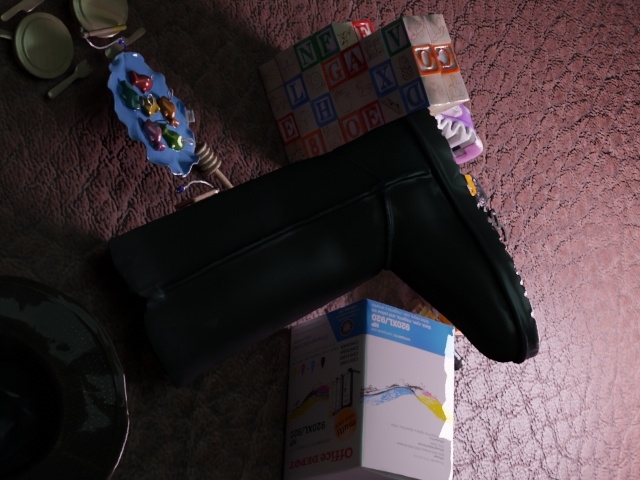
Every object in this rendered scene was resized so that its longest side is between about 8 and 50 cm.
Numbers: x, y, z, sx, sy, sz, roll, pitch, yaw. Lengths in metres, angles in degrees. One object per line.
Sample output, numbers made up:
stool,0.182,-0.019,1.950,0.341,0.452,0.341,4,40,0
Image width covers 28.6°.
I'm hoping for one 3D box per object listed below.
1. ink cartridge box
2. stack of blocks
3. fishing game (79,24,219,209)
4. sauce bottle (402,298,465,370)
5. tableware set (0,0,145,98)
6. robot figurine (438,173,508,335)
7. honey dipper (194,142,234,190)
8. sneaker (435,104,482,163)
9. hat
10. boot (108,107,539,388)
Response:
ink cartridge box,0.067,0.227,1.714,0.168,0.171,0.232,20,62,-34
stack of blocks,0.055,-0.225,1.786,0.087,0.297,0.171,-15,85,-43
fishing game,-0.209,-0.169,1.636,0.264,0.041,0.189,62,20,-1
sauce bottle,0.177,0.147,1.929,0.128,0.042,0.042,48,49,-15
tableware set,-0.333,-0.282,1.647,0.194,0.039,0.128,-45,117,-36
robot figurine,0.212,0.012,1.960,0.211,0.085,0.291,8,58,-44
honey dipper,-0.123,-0.068,1.758,0.160,0.030,0.030,51,48,-19
sneaker,0.167,-0.216,2.031,0.236,0.095,0.104,29,50,-36
hat,-0.382,0.196,1.360,0.331,0.134,0.331,11,61,-20
boot,0.001,0.070,1.576,0.445,0.146,0.367,-23,72,-11
